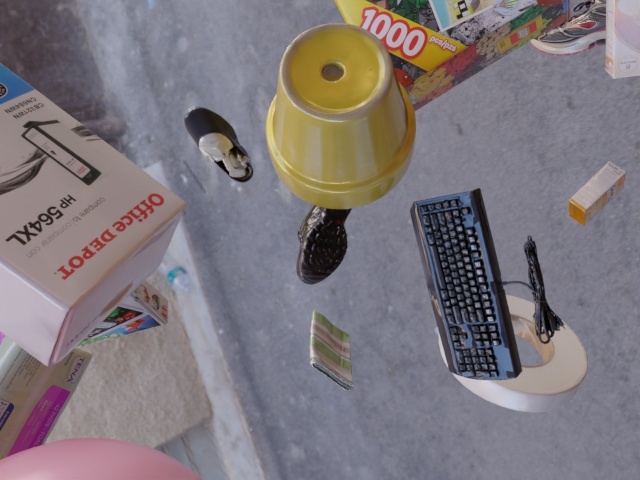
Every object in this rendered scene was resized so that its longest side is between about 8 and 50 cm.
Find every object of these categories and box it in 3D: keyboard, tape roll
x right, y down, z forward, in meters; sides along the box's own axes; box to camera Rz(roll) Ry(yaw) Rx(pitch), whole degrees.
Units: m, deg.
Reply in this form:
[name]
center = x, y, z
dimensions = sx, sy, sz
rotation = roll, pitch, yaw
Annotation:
[keyboard]
center = 0.267, 0.074, 0.999
dimensions = 0.201, 0.033, 0.317
rotation = -11, 100, 28
[tape roll]
center = 0.519, 0.291, 1.698
dimensions = 0.392, 0.392, 0.072
rotation = 38, 134, 34

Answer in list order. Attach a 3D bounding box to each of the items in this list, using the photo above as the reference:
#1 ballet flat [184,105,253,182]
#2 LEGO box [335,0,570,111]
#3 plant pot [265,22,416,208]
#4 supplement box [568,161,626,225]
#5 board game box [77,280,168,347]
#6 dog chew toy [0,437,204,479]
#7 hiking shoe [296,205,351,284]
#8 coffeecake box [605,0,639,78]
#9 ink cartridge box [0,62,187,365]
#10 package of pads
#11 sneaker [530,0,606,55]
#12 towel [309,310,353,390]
[ballet flat]
center = -0.174, -0.163, 1.123
dimensions = 0.074, 0.074, 0.203
rotation = 44, 177, 29
[LEGO box]
center = 0.204, -0.570, 1.253
dimensions = 0.372, 0.193, 0.500
rotation = -30, 78, 19
[plant pot]
center = 0.029, -0.207, 0.995
dimensions = 0.254, 0.254, 0.239
rotation = 55, 173, 18
[supplement box]
center = 0.475, -0.080, 1.076
dimensions = 0.036, 0.098, 0.062
rotation = 46, 179, 31
[board game box]
center = -0.423, 0.108, 0.983
dimensions = 0.193, 0.305, 0.053
rotation = 62, -164, -53
[dog chew toy]
center = -0.196, 0.224, 0.358
dimensions = 0.332, 0.206, 0.206
rotation = -13, 97, 30
[hiking shoe]
center = 0.000, 0.000, 1.210
dimensions = 0.086, 0.227, 0.114
rotation = 27, 145, -11
[coffeecake box]
center = 0.489, -0.337, 0.891
dimensions = 0.142, 0.068, 0.185
rotation = -4, 114, 16
[ink cartridge box]
center = -0.230, -0.028, 0.479
dimensions = 0.203, 0.148, 0.086
rotation = 36, 131, -1
[package of pads]
center = -0.415, 0.200, 0.731
dimensions = 0.296, 0.229, 0.101
rotation = 2, 150, 46
[sneaker]
center = 0.610, -0.498, 1.401
dimensions = 0.299, 0.121, 0.112
rotation = 5, 135, 46
[towel]
center = 0.024, 0.220, 1.270
dimensions = 0.023, 0.152, 0.113
rotation = -38, 117, 24
